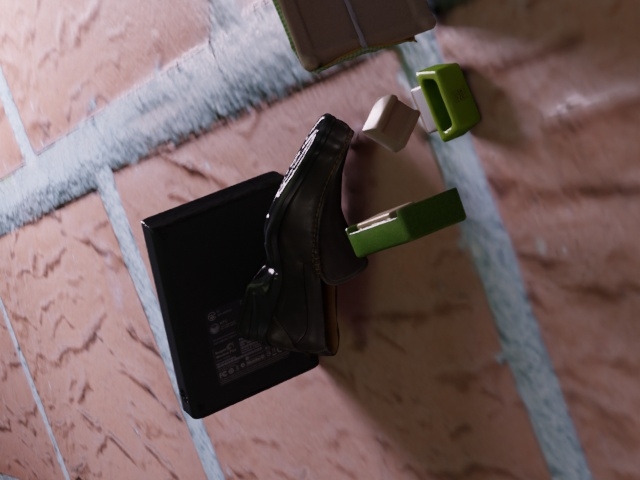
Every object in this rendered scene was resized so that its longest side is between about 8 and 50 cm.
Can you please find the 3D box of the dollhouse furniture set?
[{"bbox_3d":[0.021,-0.072,0.722,0.058,0.076,0.152,-17,95,66],"label":"dollhouse furniture set"}]

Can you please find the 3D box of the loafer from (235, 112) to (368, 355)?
[{"bbox_3d":[0.000,0.000,0.872,0.061,0.062,0.170,22,136,5],"label":"loafer"}]

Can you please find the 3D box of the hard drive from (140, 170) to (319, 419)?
[{"bbox_3d":[-0.053,0.034,0.949,0.022,0.094,0.135,32,137,53],"label":"hard drive"}]
